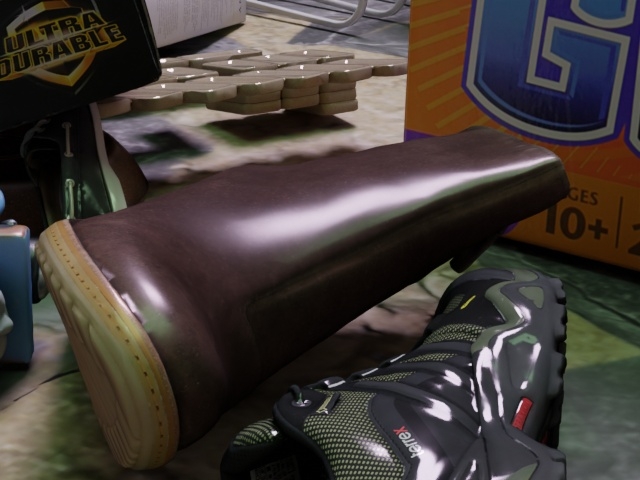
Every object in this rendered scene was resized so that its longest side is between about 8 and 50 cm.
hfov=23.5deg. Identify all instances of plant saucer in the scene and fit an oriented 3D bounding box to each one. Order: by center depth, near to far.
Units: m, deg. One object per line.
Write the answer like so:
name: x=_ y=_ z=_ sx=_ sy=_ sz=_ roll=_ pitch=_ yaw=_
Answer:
plant saucer: x=-0.182 y=-0.041 z=0.869 sx=0.168 sy=0.029 sz=0.168 roll=2 pitch=20 yaw=-1

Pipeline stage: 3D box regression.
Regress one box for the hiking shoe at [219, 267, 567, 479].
hiking shoe: x=0.026 y=0.065 z=0.528 sx=0.114 sy=0.086 sz=0.227 roll=5 pitch=20 yaw=6

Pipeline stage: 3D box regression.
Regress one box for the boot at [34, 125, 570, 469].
boot: x=0.000 y=0.000 z=0.603 sx=0.207 sy=0.090 sz=0.248 roll=-20 pitch=10 yaw=-6

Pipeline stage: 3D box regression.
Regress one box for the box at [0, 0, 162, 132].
box: x=-0.260 y=-0.113 z=0.841 sx=0.322 sy=0.079 sz=0.257 roll=-18 pitch=30 yaw=-4

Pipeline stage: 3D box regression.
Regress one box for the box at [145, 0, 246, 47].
box: x=-0.214 y=-0.184 z=1.157 sx=0.232 sy=0.058 sz=0.322 roll=7 pitch=14 yaw=15

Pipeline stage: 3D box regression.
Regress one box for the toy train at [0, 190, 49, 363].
toy train: x=-0.206 y=0.022 z=0.642 sx=0.184 sy=0.080 sz=0.105 roll=3 pitch=30 yaw=-3

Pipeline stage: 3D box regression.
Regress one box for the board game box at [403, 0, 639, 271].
board game box: x=0.291 y=-0.187 z=0.826 sx=0.356 sy=0.356 sz=0.356 roll=16 pitch=25 yaw=32

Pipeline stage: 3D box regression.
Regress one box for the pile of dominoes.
pile of dominoes: x=-0.089 y=-0.085 z=0.956 sx=0.251 sy=0.040 sz=0.196 roll=-12 pitch=15 yaw=-31

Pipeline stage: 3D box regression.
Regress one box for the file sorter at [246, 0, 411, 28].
file sorter: x=0.050 y=-0.306 z=1.356 sx=0.173 sy=0.193 sz=0.277 roll=19 pitch=27 yaw=32

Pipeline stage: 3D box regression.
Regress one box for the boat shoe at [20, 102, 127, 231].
boat shoe: x=-0.134 y=-0.041 z=0.793 sx=0.038 sy=0.046 sz=0.125 roll=1 pitch=52 yaw=-32
